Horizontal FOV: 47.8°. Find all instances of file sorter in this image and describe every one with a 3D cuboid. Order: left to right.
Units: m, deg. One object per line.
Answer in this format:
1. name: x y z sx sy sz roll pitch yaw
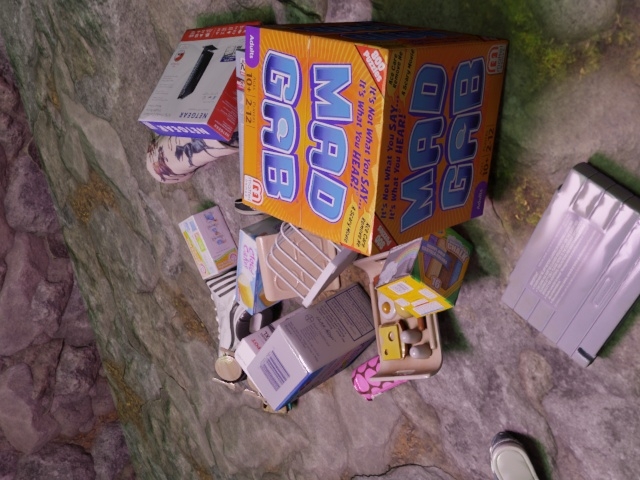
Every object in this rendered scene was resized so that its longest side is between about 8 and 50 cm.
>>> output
1. file sorter: 0.000 0.000 1.746 0.173 0.193 0.278 43 153 6

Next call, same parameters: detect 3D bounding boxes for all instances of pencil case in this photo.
1. pencil case: -0.344 -0.288 2.088 0.410 0.183 0.160 -17 104 50
2. pencil case: 0.170 0.351 1.900 0.209 0.095 0.098 -44 44 52

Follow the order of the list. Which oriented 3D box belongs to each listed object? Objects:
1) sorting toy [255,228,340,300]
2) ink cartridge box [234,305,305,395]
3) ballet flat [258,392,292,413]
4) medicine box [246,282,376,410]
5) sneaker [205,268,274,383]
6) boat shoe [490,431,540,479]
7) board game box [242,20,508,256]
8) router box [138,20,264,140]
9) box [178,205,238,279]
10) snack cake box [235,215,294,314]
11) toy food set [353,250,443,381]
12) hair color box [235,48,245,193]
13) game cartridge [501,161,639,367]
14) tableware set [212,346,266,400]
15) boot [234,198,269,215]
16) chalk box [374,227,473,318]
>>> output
1. sorting toy: -0.060 0.059 1.958 0.038 0.208 0.193 -106 7 -69
2. ink cartridge box: -0.100 0.323 2.083 0.172 0.237 0.100 50 140 19
3. ballet flat: -0.154 0.409 2.279 0.123 0.123 0.349 26 130 39
4. medicine box: -0.011 0.282 1.910 0.149 0.289 0.263 54 141 16
5. sneaker: -0.275 0.262 2.366 0.257 0.169 0.448 58 146 34
6. boat shoe: 0.474 0.593 1.693 0.099 0.116 0.319 -88 -23 -74
7. board game box: 0.096 -0.226 1.411 0.356 0.356 0.356 23 119 40
8. router box: -0.296 -0.414 1.881 0.335 0.301 0.082 11 162 46
9. box: -0.353 0.009 2.319 0.114 0.103 0.203 -23 91 53
10. snack cake box: -0.156 0.068 2.078 0.089 0.152 0.264 38 136 34
11. toy food set: 0.172 0.182 1.741 0.219 0.092 0.306 -19 73 52
12. hair color box: -0.098 -0.290 1.781 0.113 0.185 0.375 29 130 39
13. game cartridge: 0.498 0.050 1.368 0.230 0.068 0.355 46 139 29
14. tableware set: -0.231 0.407 2.234 0.194 0.039 0.128 20 113 7
15. boot: -0.170 -0.163 2.029 0.236 0.085 0.179 4 109 48
16. chalk box: 0.236 0.040 1.585 0.132 0.213 0.132 36 149 -17
